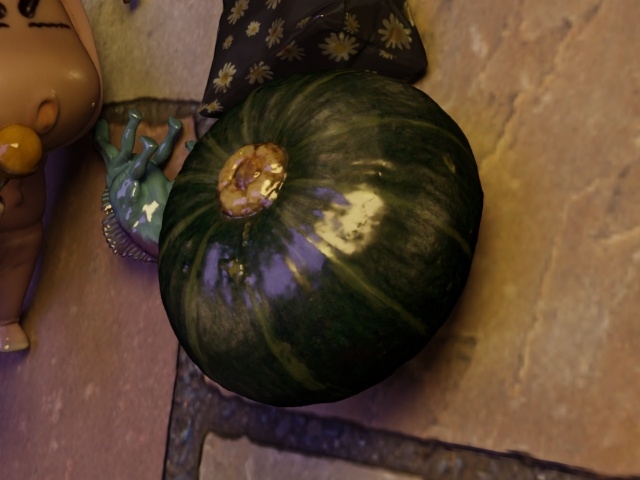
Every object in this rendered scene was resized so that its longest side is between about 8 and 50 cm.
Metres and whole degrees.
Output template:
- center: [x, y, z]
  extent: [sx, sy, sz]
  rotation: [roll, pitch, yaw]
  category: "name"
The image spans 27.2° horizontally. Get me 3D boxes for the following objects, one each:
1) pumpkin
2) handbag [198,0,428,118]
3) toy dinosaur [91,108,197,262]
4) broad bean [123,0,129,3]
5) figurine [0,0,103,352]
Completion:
- center: [-0.002, -0.002, 0.628]
  extent: [0.167, 0.125, 0.167]
  rotation: [-10, 63, 21]
  category: "pumpkin"
- center: [-0.013, -0.134, 0.705]
  extent: [0.115, 0.072, 0.139]
  rotation: [-31, 58, 43]
  category: "handbag"
- center: [-0.105, -0.030, 0.803]
  extent: [0.080, 0.045, 0.197]
  rotation: [-64, 37, 26]
  category: "toy dinosaur"
- center: [-0.088, -0.238, 0.819]
  extent: [0.061, 0.046, 0.195]
  rotation: [55, 127, 24]
  category: "broad bean"
- center: [-0.205, -0.059, 0.829]
  extent: [0.186, 0.176, 0.287]
  rotation: [6, 94, 42]
  category: "figurine"
